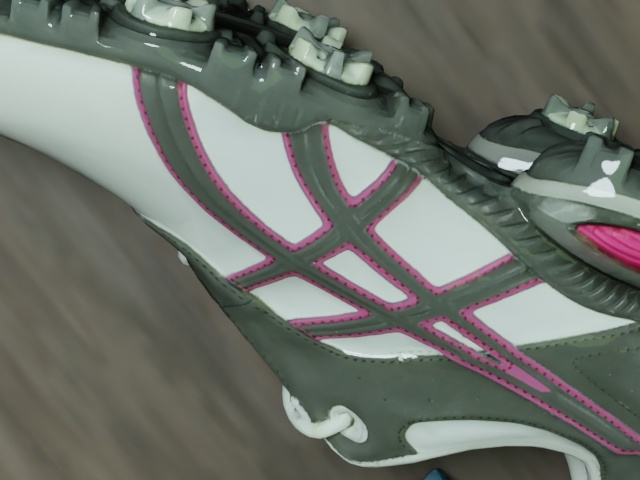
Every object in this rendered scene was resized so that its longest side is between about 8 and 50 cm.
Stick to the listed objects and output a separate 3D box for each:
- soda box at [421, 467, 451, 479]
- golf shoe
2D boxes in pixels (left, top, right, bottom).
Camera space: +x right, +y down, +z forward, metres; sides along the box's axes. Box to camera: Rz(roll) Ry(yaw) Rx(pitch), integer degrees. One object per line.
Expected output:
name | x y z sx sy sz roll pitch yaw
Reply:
soda box | 0.083 0.154 0.582 0.183 0.058 0.063 42 93 -10
golf shoe | 0.000 0.000 0.533 0.273 0.105 0.120 20 103 -7
